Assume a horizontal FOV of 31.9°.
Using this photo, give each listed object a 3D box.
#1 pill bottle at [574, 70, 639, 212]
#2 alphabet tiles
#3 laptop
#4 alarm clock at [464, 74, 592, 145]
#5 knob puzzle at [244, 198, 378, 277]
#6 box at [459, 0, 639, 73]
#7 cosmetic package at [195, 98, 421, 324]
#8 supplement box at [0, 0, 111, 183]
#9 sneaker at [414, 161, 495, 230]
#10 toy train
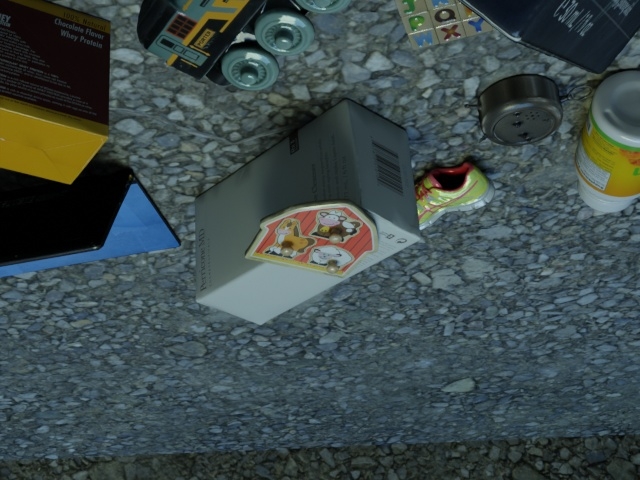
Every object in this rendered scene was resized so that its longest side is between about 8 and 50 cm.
[{"bbox_3d":[0.484,-0.148,1.799,0.136,0.136,0.246,-5,151,-1],"label":"pill bottle"},{"bbox_3d":[0.219,-0.347,1.526,0.237,0.009,0.198,-12,150,13],"label":"alphabet tiles"},{"bbox_3d":[-0.475,0.036,1.887,0.381,0.408,0.236,-10,117,8],"label":"laptop"},{"bbox_3d":[0.332,-0.205,1.753,0.192,0.064,0.129,-19,149,17],"label":"alarm clock"},{"bbox_3d":[0.000,0.000,1.668,0.213,0.030,0.213,-1,147,0],"label":"knob puzzle"},{"bbox_3d":[0.212,-0.392,0.779,0.472,0.297,0.480,-54,168,17],"label":"box"},{"bbox_3d":[-0.032,-0.037,1.839,0.385,0.217,0.156,-30,141,35],"label":"cosmetic package"},{"bbox_3d":[-0.391,-0.207,1.483,0.191,0.194,0.129,14,146,-31],"label":"supplement box"},{"bbox_3d":[0.191,-0.084,1.941,0.208,0.081,0.094,-22,141,15],"label":"sneaker"},{"bbox_3d":[-0.090,-0.319,1.404,0.190,0.142,0.334,23,142,-25],"label":"toy train"}]
